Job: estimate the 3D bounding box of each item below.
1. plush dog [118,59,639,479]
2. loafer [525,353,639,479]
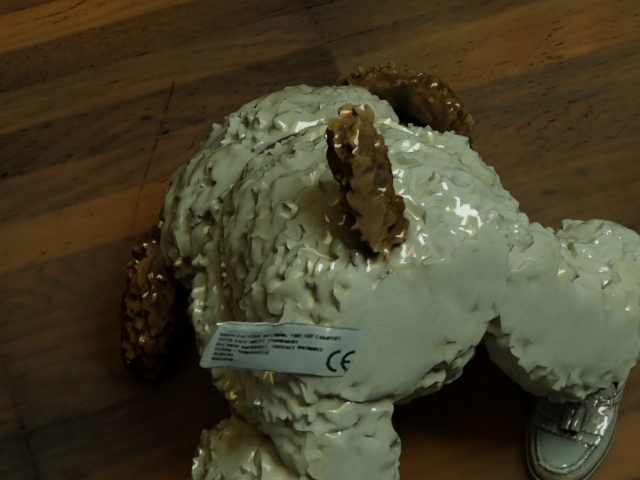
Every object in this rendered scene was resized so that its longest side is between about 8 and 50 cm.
[{"bbox_3d":[0.000,0.000,0.769,0.262,0.211,0.225,-33,32,-11],"label":"plush dog"},{"bbox_3d":[0.138,0.069,0.800,0.045,0.039,0.125,20,54,17],"label":"loafer"}]
